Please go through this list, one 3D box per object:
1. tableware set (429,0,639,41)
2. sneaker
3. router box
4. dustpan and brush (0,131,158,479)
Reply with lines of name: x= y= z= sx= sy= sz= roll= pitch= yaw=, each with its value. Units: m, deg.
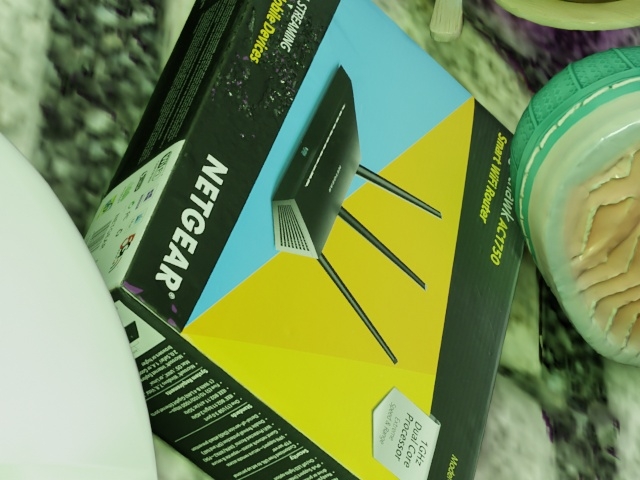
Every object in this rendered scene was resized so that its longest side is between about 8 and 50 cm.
tableware set: x=0.108 y=-0.147 z=0.717 sx=0.194 sy=0.128 sz=0.039 roll=-80 pitch=165 yaw=-51
sneaker: x=0.139 y=-0.025 z=0.693 sx=0.302 sy=0.108 sz=0.121 roll=22 pitch=33 yaw=-56
router box: x=0.000 y=0.000 z=0.581 sx=0.133 sy=0.046 sz=0.179 roll=41 pitch=42 yaw=-21
dustpan and brush: x=-0.120 y=-0.016 z=0.467 sx=0.147 sy=0.060 sz=0.211 roll=8 pitch=66 yaw=-30
